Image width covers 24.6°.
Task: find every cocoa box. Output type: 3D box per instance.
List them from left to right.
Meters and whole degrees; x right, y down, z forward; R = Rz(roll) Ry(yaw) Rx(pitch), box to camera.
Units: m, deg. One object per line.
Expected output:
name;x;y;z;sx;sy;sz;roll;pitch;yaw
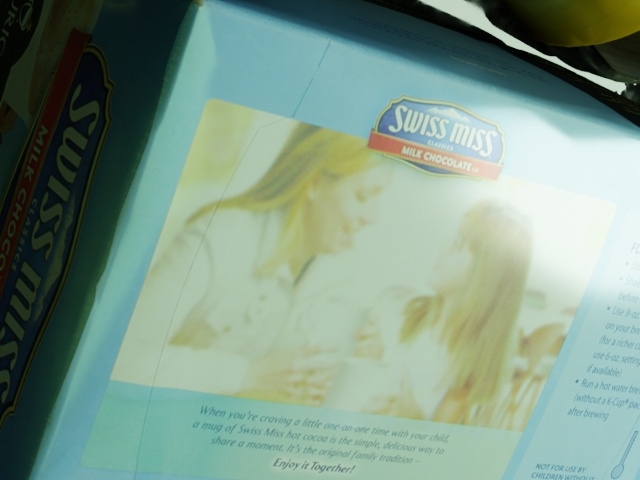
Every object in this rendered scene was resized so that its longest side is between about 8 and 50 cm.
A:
cocoa box;0.000;0.000;0.717;0.347;0.228;0.231;11;106;-35

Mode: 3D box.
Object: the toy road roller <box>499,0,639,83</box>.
toy road roller;0.222;-0.232;0.768;0.329;0.202;0.240;-46;117;-2
